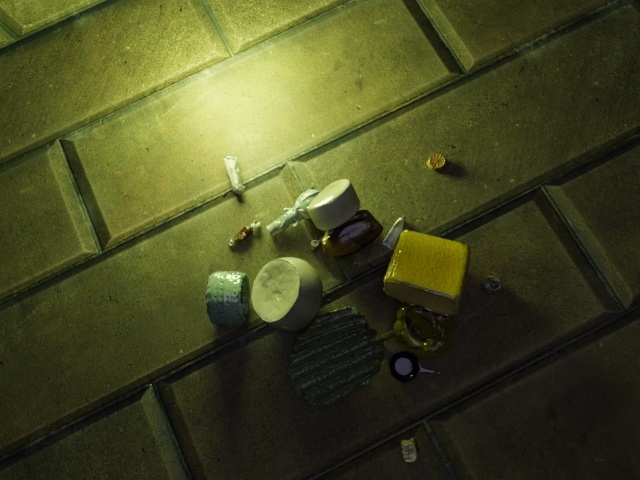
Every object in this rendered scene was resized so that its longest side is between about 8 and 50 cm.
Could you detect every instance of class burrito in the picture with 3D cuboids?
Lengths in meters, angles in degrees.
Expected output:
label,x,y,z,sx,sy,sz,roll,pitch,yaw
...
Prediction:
label,x,y,z,sx,sy,sz,roll,pitch,yaw
burrito,-0.415,-0.317,2.095,0.064,0.064,0.202,-17,75,-1

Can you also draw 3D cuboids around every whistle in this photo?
label,x,y,z,sx,sy,sz,roll,pitch,yaw
whistle,-0.093,-0.133,2.012,0.346,0.134,0.142,-34,81,5

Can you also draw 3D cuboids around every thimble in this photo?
label,x,y,z,sx,sy,sz,roll,pitch,yaw
thimble,-0.408,0.259,1.893,0.172,0.205,0.249,0,95,3

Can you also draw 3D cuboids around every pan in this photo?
label,x,y,z,sx,sy,sz,roll,pitch,yaw
pan,0.392,0.563,1.861,0.202,0.048,0.128,32,83,11

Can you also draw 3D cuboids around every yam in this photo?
label,x,y,z,sx,sy,sz,roll,pitch,yaw
yam,0.282,0.414,1.867,0.032,0.145,0.032,22,51,-30

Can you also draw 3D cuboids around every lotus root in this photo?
label,x,y,z,sx,sy,sz,roll,pitch,yaw
lotus root,0.131,-0.030,1.944,0.291,0.193,0.193,-32,78,-1

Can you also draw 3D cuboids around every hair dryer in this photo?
label,x,y,z,sx,sy,sz,roll,pitch,yaw
hair dryer,0.000,0.000,2.006,0.037,0.063,0.114,43,68,12

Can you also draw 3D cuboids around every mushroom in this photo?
label,x,y,z,sx,sy,sz,roll,pitch,yaw
mushroom,0.762,0.194,1.905,0.085,0.079,0.085,0,81,2

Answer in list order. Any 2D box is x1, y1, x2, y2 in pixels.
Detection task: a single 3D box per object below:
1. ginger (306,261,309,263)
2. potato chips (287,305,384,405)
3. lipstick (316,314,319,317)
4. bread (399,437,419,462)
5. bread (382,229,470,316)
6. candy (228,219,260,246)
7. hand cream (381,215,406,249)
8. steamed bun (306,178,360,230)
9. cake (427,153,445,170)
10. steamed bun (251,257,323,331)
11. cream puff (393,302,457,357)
label,x,y,z,sx,sy,sz,roll,pitch,yaw
ginger,-0.081,0.141,1.991,0.097,0.030,0.048,-44,51,-4
potato chips,0.059,0.484,1.825,0.430,0.070,0.358,-24,86,-7
lipstick,-0.013,0.459,1.895,0.070,0.070,0.254,13,79,6
bread,0.370,0.865,1.786,0.077,0.070,0.083,-9,80,2
bread,0.459,0.127,1.839,0.324,0.143,0.333,17,50,16
candy,-0.357,-0.035,2.035,0.182,0.046,0.053,-39,77,-3
hand cream,0.349,-0.040,2.010,0.057,0.037,0.165,31,88,9
steamed bun,0.072,-0.158,1.889,0.241,0.164,0.146,-49,120,-38
cake,0.554,-0.372,2.059,0.084,0.044,0.083,-1,77,4
steamed bun,-0.130,0.233,1.857,0.325,0.206,0.323,-15,63,32
cream puff,0.445,0.362,1.835,0.282,0.185,0.281,0,77,0
